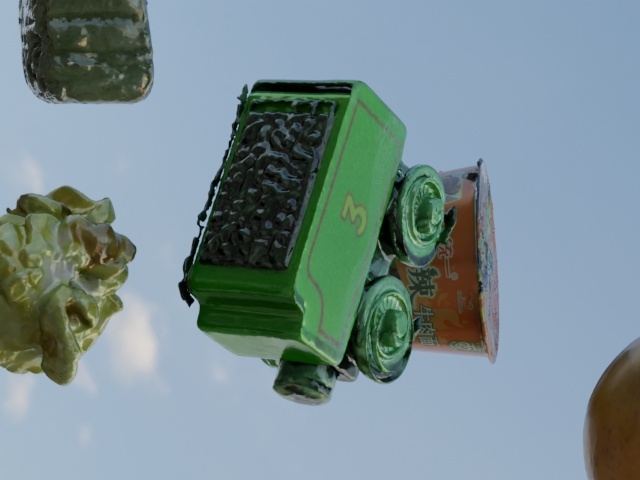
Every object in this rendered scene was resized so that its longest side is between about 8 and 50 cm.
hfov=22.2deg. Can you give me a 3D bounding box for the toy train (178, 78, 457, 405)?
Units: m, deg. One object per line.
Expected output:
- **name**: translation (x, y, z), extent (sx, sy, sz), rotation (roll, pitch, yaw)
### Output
- **toy train**: translation (0.000, 0.000, 1.282), extent (0.132, 0.243, 0.188), rotation (4, -22, 34)

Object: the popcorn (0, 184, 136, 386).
- **popcorn**: translation (-0.221, 0.035, 1.254), extent (0.135, 0.141, 0.162), rotation (-30, -117, 60)

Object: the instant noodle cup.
- **instant noodle cup**: translation (0.102, 0.027, 1.837), extent (0.182, 0.230, 0.230), rotation (-3, -62, 11)

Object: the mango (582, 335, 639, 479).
- **mango**: translation (0.300, 0.131, 0.949), extent (0.160, 0.290, 0.191), rotation (-82, 165, -61)

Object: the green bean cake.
- **green bean cake**: translation (-0.238, -0.251, 1.644), extent (0.222, 0.125, 0.227), rotation (-155, -114, -76)
